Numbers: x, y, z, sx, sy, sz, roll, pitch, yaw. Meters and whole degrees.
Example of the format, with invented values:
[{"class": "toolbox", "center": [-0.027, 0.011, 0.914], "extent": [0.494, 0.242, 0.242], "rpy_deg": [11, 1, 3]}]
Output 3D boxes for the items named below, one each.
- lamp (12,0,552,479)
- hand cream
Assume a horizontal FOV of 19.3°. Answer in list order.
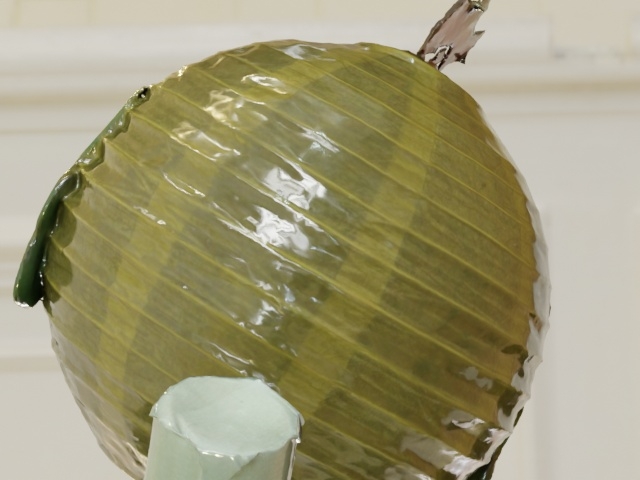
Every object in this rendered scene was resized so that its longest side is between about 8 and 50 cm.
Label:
[{"class": "lamp", "center": [0.000, 0.000, 0.889], "extent": [0.284, 0.250, 0.250], "rpy_deg": [-61, 4, 4]}, {"class": "hand cream", "center": [-0.045, 0.144, 0.643], "extent": [0.078, 0.050, 0.205], "rpy_deg": [-77, -3, -64]}]
